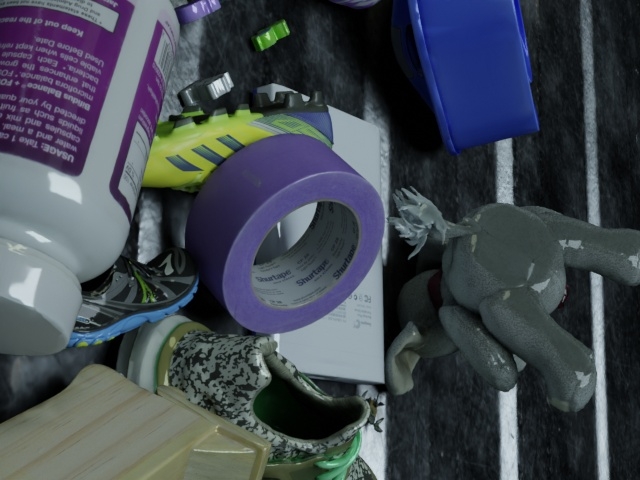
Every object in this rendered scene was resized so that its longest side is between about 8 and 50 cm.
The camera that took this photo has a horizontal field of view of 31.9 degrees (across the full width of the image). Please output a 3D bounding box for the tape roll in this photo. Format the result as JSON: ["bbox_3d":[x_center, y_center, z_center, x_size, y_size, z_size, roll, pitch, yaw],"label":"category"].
[{"bbox_3d":[-0.034,-0.006,1.111,0.189,0.080,0.189,-23,135,-25],"label":"tape roll"}]

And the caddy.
[{"bbox_3d":[0.188,-0.279,1.541,0.241,0.179,0.341,-87,162,-45],"label":"caddy"}]

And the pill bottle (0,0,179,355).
[{"bbox_3d":[-0.221,-0.071,0.880,0.169,0.169,0.302,41,50,-44],"label":"pill bottle"}]

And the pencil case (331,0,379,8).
[{"bbox_3d":[0.009,-0.342,1.368,0.206,0.088,0.086,1,80,-57],"label":"pencil case"}]

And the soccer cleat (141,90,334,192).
[{"bbox_3d":[-0.090,-0.079,1.124,0.289,0.093,0.121,-18,108,-45],"label":"soccer cleat"}]

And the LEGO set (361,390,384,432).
[{"bbox_3d":[0.056,0.196,1.374,0.054,0.023,0.083,36,40,-50],"label":"LEGO set"}]

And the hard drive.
[{"bbox_3d":[0.000,0.000,1.302,0.210,0.040,0.319,15,70,-50],"label":"hard drive"}]

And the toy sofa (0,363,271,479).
[{"bbox_3d":[-0.200,0.234,0.828,0.362,0.177,0.150,-28,137,-65],"label":"toy sofa"}]

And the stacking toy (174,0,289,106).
[{"bbox_3d":[-0.111,-0.261,1.199,0.221,0.052,0.167,-49,123,-50],"label":"stacking toy"}]

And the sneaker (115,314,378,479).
[{"bbox_3d":[-0.019,0.207,1.104,0.410,0.182,0.158,44,48,-43],"label":"sneaker"}]

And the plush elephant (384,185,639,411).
[{"bbox_3d":[0.203,0.085,1.420,0.330,0.255,0.272,26,57,1],"label":"plush elephant"}]

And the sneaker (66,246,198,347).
[{"bbox_3d":[-0.176,0.038,1.012,0.188,0.067,0.078,-25,109,-53],"label":"sneaker"}]
